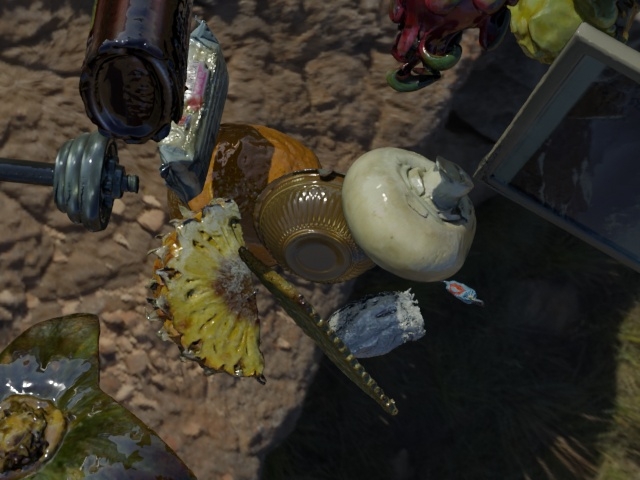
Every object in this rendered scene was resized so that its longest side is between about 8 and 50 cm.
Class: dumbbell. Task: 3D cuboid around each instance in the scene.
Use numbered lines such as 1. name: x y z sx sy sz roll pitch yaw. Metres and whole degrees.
1. dumbbell: -0.504 -0.114 1.448 0.406 0.179 0.179 6 98 -4

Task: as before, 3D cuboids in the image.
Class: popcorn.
1. popcorn: 0.418 -0.412 1.445 0.195 0.255 0.256 22 114 -47

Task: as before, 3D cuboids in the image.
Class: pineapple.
1. pineapple: -0.147 0.069 1.036 0.135 0.079 0.233 -11 88 -26

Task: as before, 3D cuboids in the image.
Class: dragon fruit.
1. dragon fruit: 0.181 -0.340 1.147 0.198 0.218 0.273 -12 136 -22

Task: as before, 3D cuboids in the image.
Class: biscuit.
1. biscuit: -0.005 0.090 0.900 0.016 0.144 0.203 -44 130 -9
2. biscuit: -0.222 -0.219 1.548 0.079 0.186 0.309 9 72 7

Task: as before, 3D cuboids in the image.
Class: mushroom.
1. mushroom: 0.158 -0.052 1.427 0.246 0.246 0.202 31 131 -21

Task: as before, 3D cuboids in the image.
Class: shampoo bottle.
1. shampoo bottle: -0.148 -0.246 0.766 0.084 0.129 0.323 3 60 -6

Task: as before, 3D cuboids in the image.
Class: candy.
1. candy: 0.187 0.068 1.150 0.030 0.083 0.020 29 92 -24

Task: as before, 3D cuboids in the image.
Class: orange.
1. orange: -0.158 -0.085 1.854 0.340 0.340 0.293 17 76 -21

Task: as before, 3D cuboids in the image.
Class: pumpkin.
1. pumpkin: -0.290 0.205 0.883 0.258 0.290 0.095 -28 139 -23

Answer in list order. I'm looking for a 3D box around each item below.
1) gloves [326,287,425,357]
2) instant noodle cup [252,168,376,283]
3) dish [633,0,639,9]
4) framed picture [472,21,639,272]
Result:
1. gloves: 0.072 0.120 1.292 0.153 0.114 0.070 -20 118 -2
2. instant noodle cup: 0.000 0.000 1.601 0.274 0.091 0.274 6 133 6
3. dish: 0.289 -0.265 0.721 0.081 0.229 0.229 -27 107 -23
4. framed picture: 0.297 -0.064 0.850 0.247 0.335 0.022 31 74 4
